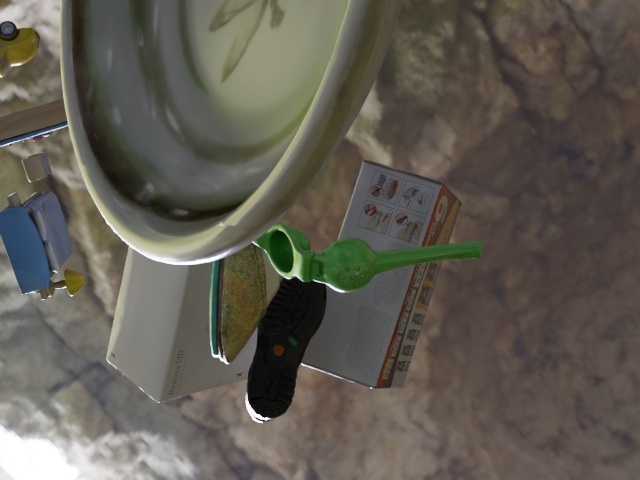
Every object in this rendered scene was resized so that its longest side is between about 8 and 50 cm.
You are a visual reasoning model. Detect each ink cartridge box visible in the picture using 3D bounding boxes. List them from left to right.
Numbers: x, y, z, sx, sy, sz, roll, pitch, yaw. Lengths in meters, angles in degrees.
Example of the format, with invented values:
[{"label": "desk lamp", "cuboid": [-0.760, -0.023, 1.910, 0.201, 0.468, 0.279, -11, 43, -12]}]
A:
[{"label": "ink cartridge box", "cuboid": [0.103, 0.060, 1.829, 0.272, 0.130, 0.309, 22, 86, -74]}]

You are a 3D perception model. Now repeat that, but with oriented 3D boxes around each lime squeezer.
[{"label": "lime squeezer", "cuboid": [0.000, 0.000, 1.214, 0.311, 0.058, 0.110, 10, -134, 17]}]

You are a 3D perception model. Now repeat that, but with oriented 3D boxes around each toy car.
[{"label": "toy car", "cuboid": [-0.468, -0.219, 1.363, 0.239, 0.225, 0.053, -11, -108, 26]}]

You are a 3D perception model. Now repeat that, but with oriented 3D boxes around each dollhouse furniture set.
[{"label": "dollhouse furniture set", "cuboid": [-0.406, -0.083, 1.998, 0.198, 0.303, 0.286, -15, -170, 5]}]

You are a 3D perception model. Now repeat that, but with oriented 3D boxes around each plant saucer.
[{"label": "plant saucer", "cuboid": [-0.047, -0.182, 0.791, 0.400, 0.101, 0.400, -8, -100, 53]}]

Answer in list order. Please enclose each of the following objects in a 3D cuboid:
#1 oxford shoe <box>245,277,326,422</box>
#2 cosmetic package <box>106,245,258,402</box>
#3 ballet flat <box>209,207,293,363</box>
[{"label": "oxford shoe", "cuboid": [-0.056, 0.141, 1.646, 0.096, 0.083, 0.227, 118, -5, -67]}, {"label": "cosmetic package", "cuboid": [-0.168, 0.090, 1.755, 0.225, 0.224, 0.138, -9, -148, -44]}, {"label": "ballet flat", "cuboid": [-0.086, -0.017, 1.447, 0.123, 0.123, 0.348, -28, -130, 26]}]
